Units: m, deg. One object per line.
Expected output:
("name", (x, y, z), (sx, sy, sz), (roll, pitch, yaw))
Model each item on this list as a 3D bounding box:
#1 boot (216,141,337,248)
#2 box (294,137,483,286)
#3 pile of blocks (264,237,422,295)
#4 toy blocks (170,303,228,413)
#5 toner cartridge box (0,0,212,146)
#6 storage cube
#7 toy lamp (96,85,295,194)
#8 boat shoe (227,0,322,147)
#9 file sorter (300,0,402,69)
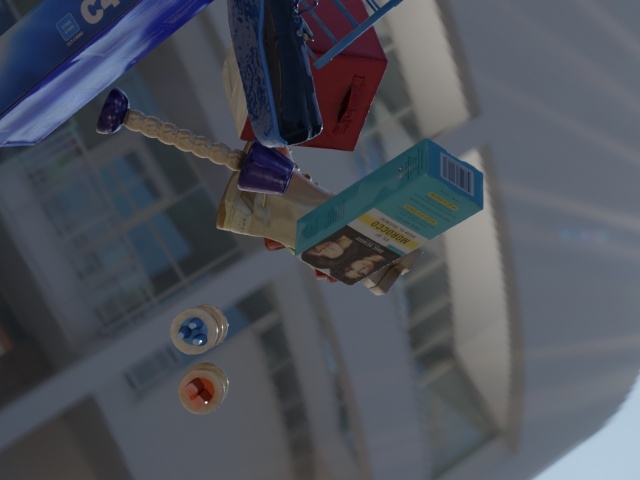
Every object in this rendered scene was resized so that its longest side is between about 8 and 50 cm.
("boot", (-0.033, -0.095, 2.343), (0.203, 0.262, 0.095), (20, -35, 4))
("box", (0.083, -0.031, 1.815), (0.100, 0.060, 0.244), (29, -42, -30))
("pile of blocks", (0.000, 0.000, 2.470), (0.362, 0.113, 0.149), (19, -27, 41))
("toy blocks", (-0.137, 0.135, 1.622), (0.148, 0.054, 0.123), (-4, 93, -87))
("toner cartridge box", (-0.262, -0.232, 1.645), (0.075, 0.348, 0.165), (57, 19, 8))
("storage cube", (-0.031, -0.272, 2.274), (0.215, 0.193, 0.184), (-109, -149, -45))
("toy lamp", (-0.169, -0.134, 2.016), (0.274, 0.080, 0.080), (22, -21, -1))
("boat shoe", (-0.054, -0.243, 1.780), (0.109, 0.089, 0.258), (3, -80, 60))
("file sorter", (0.041, -0.341, 2.037), (0.104, 0.170, 0.118), (50, 25, -4))
